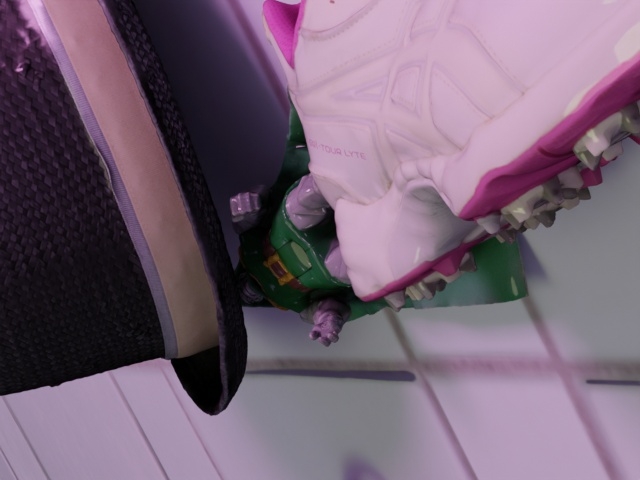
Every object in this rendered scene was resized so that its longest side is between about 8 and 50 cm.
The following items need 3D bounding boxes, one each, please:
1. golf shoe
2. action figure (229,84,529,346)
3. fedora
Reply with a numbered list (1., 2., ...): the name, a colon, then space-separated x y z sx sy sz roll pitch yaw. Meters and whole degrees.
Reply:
1. golf shoe: 0.053 -0.073 0.543 0.140 0.115 0.306 61 155 5
2. action figure: 0.000 0.000 0.798 0.137 0.063 0.232 55 160 1
3. fedora: -0.165 -0.041 0.889 0.334 0.152 0.334 59 165 26
